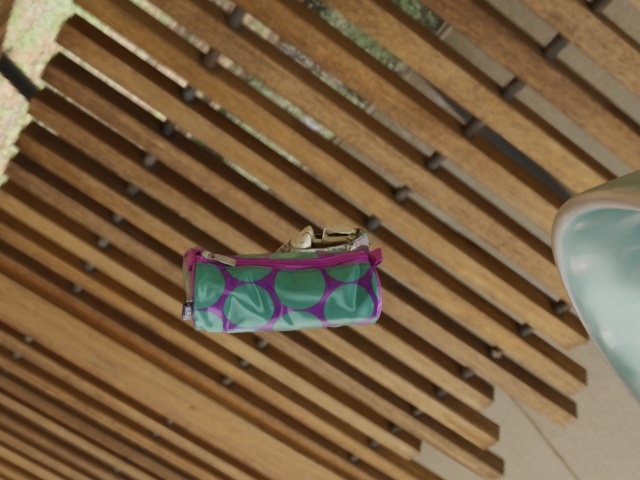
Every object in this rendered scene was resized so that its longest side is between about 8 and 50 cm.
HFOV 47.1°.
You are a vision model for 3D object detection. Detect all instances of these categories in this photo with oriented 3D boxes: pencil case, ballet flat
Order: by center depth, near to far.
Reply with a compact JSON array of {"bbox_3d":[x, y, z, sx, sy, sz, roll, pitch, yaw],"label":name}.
[{"bbox_3d":[-0.030,0.035,0.570,0.064,0.152,0.070,-101,-167,-49],"label":"pencil case"},{"bbox_3d":[0.000,0.000,0.850,0.115,0.041,0.041,-4,-148,13],"label":"ballet flat"}]

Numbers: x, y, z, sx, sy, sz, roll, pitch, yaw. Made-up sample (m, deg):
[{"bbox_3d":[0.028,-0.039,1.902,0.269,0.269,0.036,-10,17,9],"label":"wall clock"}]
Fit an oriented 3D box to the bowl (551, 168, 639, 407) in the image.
[{"bbox_3d":[0.254,0.056,0.272,0.163,0.311,0.311,-39,-168,-2],"label":"bowl"}]
